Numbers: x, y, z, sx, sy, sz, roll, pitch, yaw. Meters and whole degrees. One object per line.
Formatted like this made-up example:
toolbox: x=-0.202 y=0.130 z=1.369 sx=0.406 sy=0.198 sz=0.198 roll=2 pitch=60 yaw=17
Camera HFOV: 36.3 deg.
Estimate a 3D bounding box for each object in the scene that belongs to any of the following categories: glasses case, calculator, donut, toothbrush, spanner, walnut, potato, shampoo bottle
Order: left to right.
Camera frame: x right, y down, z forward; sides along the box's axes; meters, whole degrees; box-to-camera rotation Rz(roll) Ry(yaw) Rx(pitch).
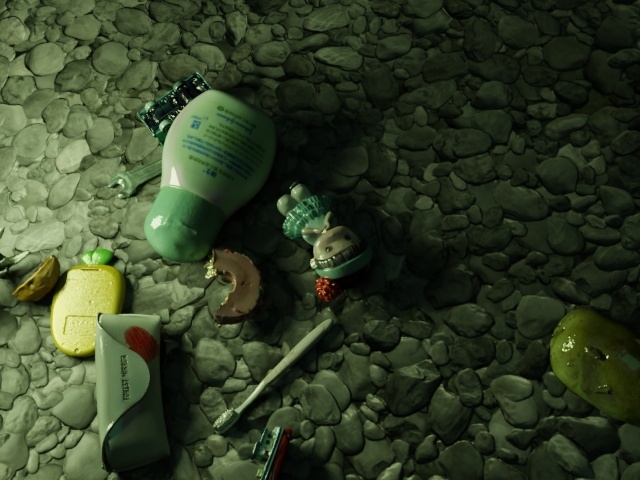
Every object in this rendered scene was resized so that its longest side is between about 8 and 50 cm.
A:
walnut: x=-0.562 y=0.084 z=1.963 sx=0.121 sy=0.091 sz=0.052 roll=-40 pitch=104 yaw=12
calculator: x=-0.465 y=0.121 z=1.954 sx=0.146 sy=0.032 sz=0.235 roll=0 pitch=65 yaw=7
glasses case: x=-0.355 y=0.271 z=1.827 sx=0.128 sy=0.083 sz=0.308 roll=-6 pitch=69 yaw=-5
spanner: x=-0.314 y=-0.176 z=2.093 sx=0.302 sy=0.017 sz=0.071 roll=-28 pitch=64 yaw=-6
shampoo bottle: x=-0.233 y=-0.118 z=1.971 sx=0.222 sy=0.151 sz=0.349 roll=27 pitch=71 yaw=-10
donut: x=-0.163 y=0.091 z=1.906 sx=0.117 sy=0.065 sz=0.166 roll=1 pitch=66 yaw=-15
toothbrush: x=-0.087 y=0.252 z=1.843 sx=0.307 sy=0.029 sz=0.025 roll=-43 pitch=59 yaw=-14
potato: x=0.536 y=0.217 z=1.738 sx=0.271 sy=0.111 sz=0.160 roll=34 pitch=70 yaw=20

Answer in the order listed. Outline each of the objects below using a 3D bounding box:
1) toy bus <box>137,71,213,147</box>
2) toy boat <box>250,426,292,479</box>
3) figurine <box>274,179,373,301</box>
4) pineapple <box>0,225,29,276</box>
toy bus: x=-0.300 y=-0.279 z=2.100 sx=0.160 sy=0.092 sz=0.079 roll=-37 pitch=67 yaw=-5
toy boat: x=-0.101 y=0.411 z=1.742 sx=0.058 sy=0.069 sz=0.173 roll=18 pitch=66 yaw=0
figurine: x=0.000 y=0.000 z=1.919 sx=0.138 sy=0.110 sz=0.245 roll=-38 pitch=62 yaw=-1
pineapple: x=-0.740 y=0.113 z=1.926 sx=0.364 sy=0.165 sz=0.165 roll=-39 pitch=65 yaw=-15
